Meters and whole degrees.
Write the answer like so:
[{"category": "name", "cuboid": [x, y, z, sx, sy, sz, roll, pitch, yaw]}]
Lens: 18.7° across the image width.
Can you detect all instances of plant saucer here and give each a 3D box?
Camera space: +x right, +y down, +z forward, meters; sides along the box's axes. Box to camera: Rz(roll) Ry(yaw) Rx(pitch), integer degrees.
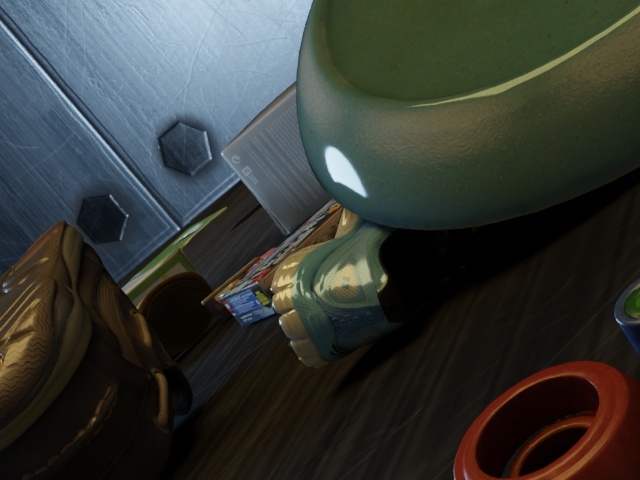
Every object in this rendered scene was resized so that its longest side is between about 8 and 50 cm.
[{"category": "plant saucer", "cuboid": [0.109, -0.140, 0.864, 0.317, 0.044, 0.317, -29, 34, 21]}]

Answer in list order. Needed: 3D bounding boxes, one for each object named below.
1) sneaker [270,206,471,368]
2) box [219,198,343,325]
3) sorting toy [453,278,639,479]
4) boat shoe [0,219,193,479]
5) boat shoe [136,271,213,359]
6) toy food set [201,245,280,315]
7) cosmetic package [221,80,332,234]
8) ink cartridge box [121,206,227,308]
[{"category": "sneaker", "cuboid": [0.045, 0.003, 0.883, 0.073, 0.063, 0.162, -13, 24, 35]}, {"category": "box", "cuboid": [0.000, 0.000, 1.301, 0.137, 0.027, 0.094, -42, 6, -20]}, {"category": "sorting toy", "cuboid": [0.077, 0.039, 0.395, 0.102, 0.042, 0.061, -25, 27, 24]}, {"category": "boat shoe", "cuboid": [-0.152, 0.087, 1.132, 0.132, 0.130, 0.355, -44, 11, 4]}, {"category": "boat shoe", "cuboid": [-0.136, 0.078, 1.473, 0.049, 0.056, 0.152, -28, 13, 45]}, {"category": "toy food set", "cuboid": [-0.049, 0.029, 1.477, 0.078, 0.019, 0.122, -39, -2, 14]}, {"category": "cosmetic package", "cuboid": [0.041, -0.124, 1.670, 0.238, 0.107, 0.127, -35, 7, 28]}, {"category": "ink cartridge box", "cuboid": [-0.149, 0.067, 1.623, 0.209, 0.062, 0.109, -42, 5, -21]}]
